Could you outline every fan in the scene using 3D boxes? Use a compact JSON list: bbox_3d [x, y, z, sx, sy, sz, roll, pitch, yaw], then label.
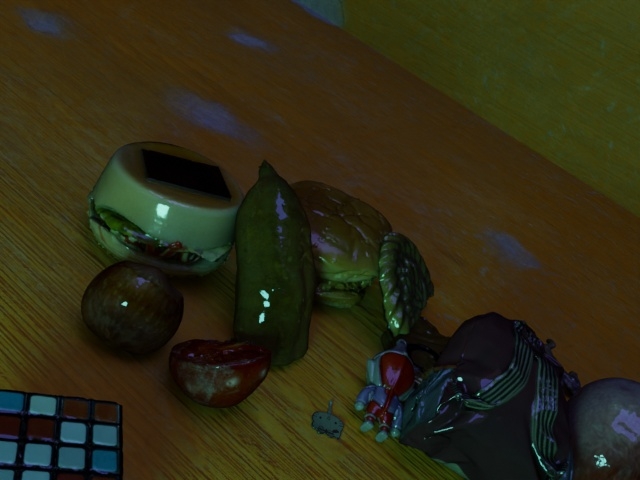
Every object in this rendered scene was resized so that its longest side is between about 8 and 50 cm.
[{"bbox_3d":[0.013,0.293,1.273,0.056,0.004,0.083,21,30,-6],"label":"fan"}]

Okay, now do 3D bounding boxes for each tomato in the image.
[{"bbox_3d":[-0.158,0.209,1.197,0.159,0.091,0.139,9,11,28],"label":"tomato"}]

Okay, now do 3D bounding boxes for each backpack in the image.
[{"bbox_3d":[0.311,0.268,1.304,0.283,0.197,0.317,35,51,-2],"label":"backpack"}]

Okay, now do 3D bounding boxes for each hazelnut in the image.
[{"bbox_3d":[-0.295,0.107,1.215,0.154,0.143,0.143,38,28,-11],"label":"hazelnut"}]

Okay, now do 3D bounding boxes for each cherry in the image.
[{"bbox_3d":[0.527,0.357,1.358,0.239,0.206,0.239,33,30,-22],"label":"cherry"}]

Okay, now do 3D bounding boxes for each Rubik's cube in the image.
[{"bbox_3d":[-0.325,0.291,0.840,0.184,0.182,0.187,11,33,-26],"label":"Rubik's cube"}]

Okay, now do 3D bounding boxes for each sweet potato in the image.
[{"bbox_3d":[-0.084,0.033,1.368,0.158,0.369,0.158,0,-2,0],"label":"sweet potato"}]

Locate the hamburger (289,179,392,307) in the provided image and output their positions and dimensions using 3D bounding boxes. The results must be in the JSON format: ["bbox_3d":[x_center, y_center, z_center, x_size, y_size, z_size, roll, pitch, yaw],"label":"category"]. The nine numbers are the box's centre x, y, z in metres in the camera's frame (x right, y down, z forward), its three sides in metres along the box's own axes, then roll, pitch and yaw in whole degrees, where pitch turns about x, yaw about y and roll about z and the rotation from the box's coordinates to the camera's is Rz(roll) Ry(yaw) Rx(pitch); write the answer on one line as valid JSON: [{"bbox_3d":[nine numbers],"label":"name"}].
[{"bbox_3d":[0.000,0.000,1.579,0.319,0.158,0.318,18,29,-10],"label":"hamburger"}]

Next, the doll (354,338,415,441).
[{"bbox_3d":[0.121,0.251,1.351,0.102,0.075,0.227,36,38,-10],"label":"doll"}]

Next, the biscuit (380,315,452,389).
[{"bbox_3d":[0.229,0.241,1.487,0.209,0.041,0.290,12,33,-24],"label":"biscuit"}]

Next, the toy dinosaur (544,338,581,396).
[{"bbox_3d":[0.439,0.272,1.546,0.294,0.077,0.162,-10,60,-41],"label":"toy dinosaur"}]

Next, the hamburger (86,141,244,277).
[{"bbox_3d":[-0.287,-0.058,1.440,0.302,0.170,0.302,21,26,-11],"label":"hamburger"}]

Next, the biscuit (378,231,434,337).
[{"bbox_3d":[0.168,0.072,1.548,0.187,0.036,0.273,69,25,-10],"label":"biscuit"}]
